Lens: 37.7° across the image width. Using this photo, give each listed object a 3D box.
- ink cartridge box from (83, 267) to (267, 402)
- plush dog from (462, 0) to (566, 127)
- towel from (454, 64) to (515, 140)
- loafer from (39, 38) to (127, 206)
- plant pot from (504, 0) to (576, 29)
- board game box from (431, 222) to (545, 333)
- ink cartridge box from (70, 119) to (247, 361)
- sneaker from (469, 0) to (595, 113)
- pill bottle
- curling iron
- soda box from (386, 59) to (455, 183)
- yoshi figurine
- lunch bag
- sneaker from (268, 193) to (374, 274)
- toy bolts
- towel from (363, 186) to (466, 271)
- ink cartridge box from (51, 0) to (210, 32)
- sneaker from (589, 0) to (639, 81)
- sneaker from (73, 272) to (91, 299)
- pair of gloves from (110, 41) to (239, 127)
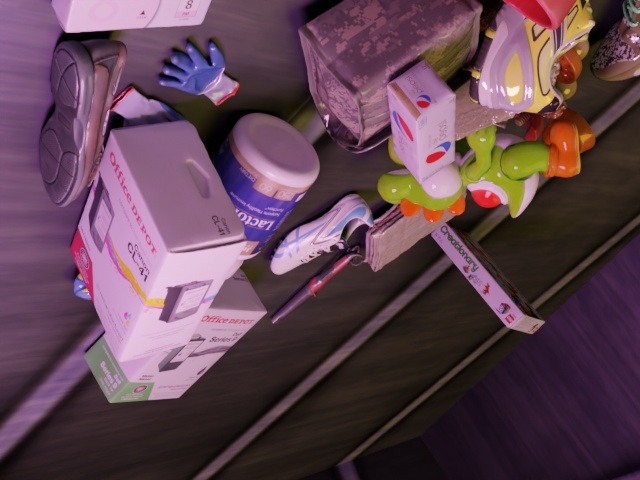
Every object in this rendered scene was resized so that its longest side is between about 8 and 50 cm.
[{"bbox_3d":[-0.278,0.179,1.814,0.289,0.121,0.211,-45,154,21],"label":"ink cartridge box"},{"bbox_3d":[0.334,-0.339,1.580,0.262,0.210,0.225,-24,131,-20],"label":"plush dog"},{"bbox_3d":[0.254,-0.236,1.559,0.027,0.110,0.148,-33,-172,-40],"label":"towel"},{"bbox_3d":[-0.305,-0.148,1.225,0.084,0.096,0.267,-23,152,-37],"label":"loafer"},{"bbox_3d":[0.287,-0.455,1.222,0.243,0.275,0.275,-50,153,11],"label":"plant pot"},{"bbox_3d":[0.409,0.093,2.285,0.053,0.305,0.193,-44,155,14],"label":"board game box"},{"bbox_3d":[-0.249,0.005,1.383,0.131,0.226,0.306,-13,152,-33],"label":"ink cartridge box"},{"bbox_3d":[0.353,-0.374,1.417,0.145,0.147,0.385,-33,142,-73],"label":"sneaker"},{"bbox_3d":[-0.129,-0.064,1.517,0.153,0.153,0.265,-6,143,-46],"label":"pill bottle"},{"bbox_3d":[-0.007,0.106,2.121,0.274,0.035,0.068,-41,155,14],"label":"curling iron"},{"bbox_3d":[0.149,-0.168,1.365,0.069,0.074,0.216,-34,159,-6],"label":"soda box"},{"bbox_3d":[0.276,-0.169,1.716,0.362,0.203,0.203,-10,133,7],"label":"yoshi figurine"},{"bbox_3d":[0.109,-0.264,1.437,0.235,0.169,0.287,-35,163,-6],"label":"lunch bag"},{"bbox_3d":[0.000,0.000,1.878,0.237,0.086,0.085,-36,157,7],"label":"sneaker"},{"bbox_3d":[0.481,-0.284,1.844,0.158,0.218,0.228,-40,175,-11],"label":"toy bolts"},{"bbox_3d":[0.212,-0.053,2.070,0.282,0.049,0.187,-34,157,-16],"label":"towel"},{"bbox_3d":[-0.188,-0.342,1.056,0.189,0.066,0.232,-13,153,-37],"label":"ink cartridge box"},{"bbox_3d":[0.629,-0.482,1.771,0.182,0.158,0.410,19,131,-23],"label":"sneaker"},{"bbox_3d":[-0.335,0.052,1.601,0.188,0.067,0.078,-23,175,-26],"label":"sneaker"},{"bbox_3d":[-0.208,-0.199,1.330,0.198,0.023,0.159,-38,155,8],"label":"pair of gloves"}]
